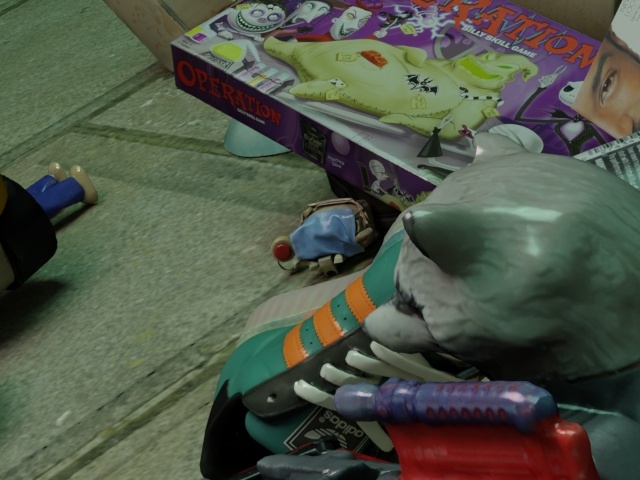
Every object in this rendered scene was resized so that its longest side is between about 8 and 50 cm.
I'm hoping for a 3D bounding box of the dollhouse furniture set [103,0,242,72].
[{"bbox_3d":[-0.053,-0.382,1.844,0.256,0.362,0.394,-43,0,-37],"label":"dollhouse furniture set"}]

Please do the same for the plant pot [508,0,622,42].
[{"bbox_3d":[0.202,-0.250,1.463,0.256,0.256,0.274,-31,39,-19],"label":"plant pot"}]

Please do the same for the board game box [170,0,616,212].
[{"bbox_3d":[0.079,-0.113,1.306,0.347,0.056,0.208,30,47,35],"label":"board game box"}]

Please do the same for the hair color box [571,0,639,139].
[{"bbox_3d":[0.245,-0.085,1.129,0.053,0.093,0.167,10,21,-38],"label":"hair color box"}]

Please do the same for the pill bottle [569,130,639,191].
[{"bbox_3d":[0.259,-0.022,0.995,0.246,0.130,0.130,-20,22,7],"label":"pill bottle"}]

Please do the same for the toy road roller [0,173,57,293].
[{"bbox_3d":[-0.396,-0.043,1.454,0.330,0.240,0.202,16,48,37],"label":"toy road roller"}]

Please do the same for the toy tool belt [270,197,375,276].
[{"bbox_3d":[0.000,0.000,1.301,0.083,0.052,0.051,-20,14,10],"label":"toy tool belt"}]

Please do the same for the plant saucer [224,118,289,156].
[{"bbox_3d":[-0.006,-0.140,1.642,0.195,0.037,0.195,-20,23,9],"label":"plant saucer"}]

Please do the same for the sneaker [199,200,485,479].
[{"bbox_3d":[0.034,0.074,0.988,0.302,0.108,0.121,-32,26,52],"label":"sneaker"}]

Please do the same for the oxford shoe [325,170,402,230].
[{"bbox_3d":[0.048,-0.068,1.352,0.083,0.096,0.227,-28,24,-17],"label":"oxford shoe"}]

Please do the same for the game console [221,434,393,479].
[{"bbox_3d":[0.016,0.168,0.780,0.124,0.144,0.085,-23,21,0],"label":"game console"}]

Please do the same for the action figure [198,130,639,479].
[{"bbox_3d":[0.093,0.112,0.581,0.178,0.330,0.341,-40,28,-31],"label":"action figure"}]

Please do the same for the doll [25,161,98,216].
[{"bbox_3d":[-0.291,-0.007,1.604,0.189,0.046,0.129,-37,28,-31],"label":"doll"}]
